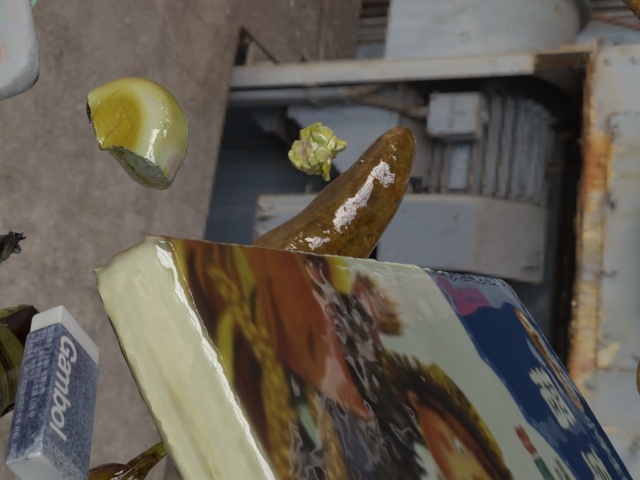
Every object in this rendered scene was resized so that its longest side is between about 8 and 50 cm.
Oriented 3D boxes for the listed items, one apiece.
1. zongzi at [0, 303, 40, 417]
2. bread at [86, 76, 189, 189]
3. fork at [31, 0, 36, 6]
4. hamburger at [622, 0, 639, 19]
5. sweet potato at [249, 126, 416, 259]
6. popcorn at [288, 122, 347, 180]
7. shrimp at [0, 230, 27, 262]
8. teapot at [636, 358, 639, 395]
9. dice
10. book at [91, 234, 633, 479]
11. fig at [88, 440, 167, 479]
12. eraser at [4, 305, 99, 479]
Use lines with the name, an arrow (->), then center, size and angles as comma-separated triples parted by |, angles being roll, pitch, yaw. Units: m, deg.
zongzi -> -0.506, 0.178, 1.220 | 0.286, 0.288, 0.134 | -25, 106, -59
bread -> -0.309, -0.195, 1.832 | 0.158, 0.156, 0.260 | 50, 14, -53
fork -> -0.466, -0.387, 1.643 | 0.235, 0.039, 0.021 | -57, 148, -3
hamburger -> 0.298, -0.195, 0.787 | 0.087, 0.166, 0.137 | -49, 180, -11
sweet potato -> 0.001, 0.000, 0.993 | 0.292, 0.097, 0.097 | -47, 138, -24
popcorn -> -0.007, -0.163, 1.847 | 0.089, 0.097, 0.109 | 38, 17, -35
shrimp -> -0.560, 0.043, 1.506 | 0.198, 0.262, 0.051 | -26, 98, -51
teapot -> 0.528, 0.170, 1.295 | 0.203, 0.311, 0.167 | 18, 66, -31
dice -> -0.430, -0.257, 1.155 | 0.194, 0.192, 0.193 | -140, -140, -59
book -> 0.094, 0.142, 0.473 | 0.300, 0.039, 0.428 | 61, 20, 17
fig -> -0.342, 0.452, 1.773 | 0.290, 0.191, 0.190 | -42, 142, -9
eraser -> -0.288, 0.178, 1.111 | 0.212, 0.046, 0.092 | -98, 164, -49
